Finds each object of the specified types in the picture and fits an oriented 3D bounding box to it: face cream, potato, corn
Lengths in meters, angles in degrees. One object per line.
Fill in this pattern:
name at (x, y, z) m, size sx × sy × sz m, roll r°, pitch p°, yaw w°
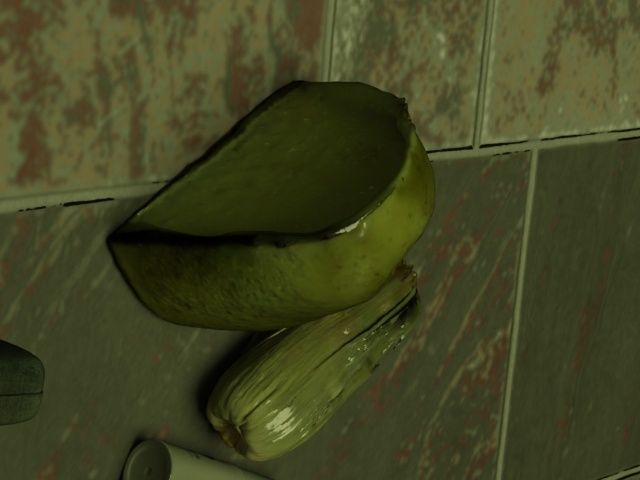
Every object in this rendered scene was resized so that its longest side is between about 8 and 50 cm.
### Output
face cream at (-0.116, 0.292, 2.107) m, size 0.250 × 0.077 × 0.077 m, roll 29°, pitch 81°, yaw -48°
potato at (0.000, 0.000, 1.991) m, size 0.330 × 0.280 × 0.212 m, roll -45°, pitch 129°, yaw -31°
corn at (-0.005, 0.131, 2.142) m, size 0.305 × 0.123 × 0.122 m, roll -46°, pitch 130°, yaw -28°

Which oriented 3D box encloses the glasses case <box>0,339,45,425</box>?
glasses case at (-0.409, 0.127, 1.693) m, size 0.323 × 0.131 × 0.074 m, roll 3°, pitch 103°, yaw -48°
